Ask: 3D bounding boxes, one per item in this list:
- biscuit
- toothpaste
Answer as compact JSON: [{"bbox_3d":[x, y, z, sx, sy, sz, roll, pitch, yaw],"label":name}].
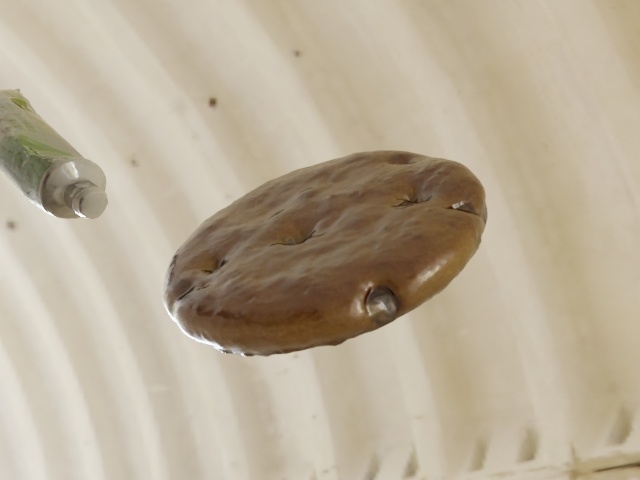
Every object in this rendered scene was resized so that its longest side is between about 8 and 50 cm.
[{"bbox_3d":[0.000,0.000,0.779,0.212,0.212,0.036,16,-46,49],"label":"biscuit"},{"bbox_3d":[-0.224,-0.073,0.973,0.248,0.078,0.047,36,-47,47],"label":"toothpaste"}]
